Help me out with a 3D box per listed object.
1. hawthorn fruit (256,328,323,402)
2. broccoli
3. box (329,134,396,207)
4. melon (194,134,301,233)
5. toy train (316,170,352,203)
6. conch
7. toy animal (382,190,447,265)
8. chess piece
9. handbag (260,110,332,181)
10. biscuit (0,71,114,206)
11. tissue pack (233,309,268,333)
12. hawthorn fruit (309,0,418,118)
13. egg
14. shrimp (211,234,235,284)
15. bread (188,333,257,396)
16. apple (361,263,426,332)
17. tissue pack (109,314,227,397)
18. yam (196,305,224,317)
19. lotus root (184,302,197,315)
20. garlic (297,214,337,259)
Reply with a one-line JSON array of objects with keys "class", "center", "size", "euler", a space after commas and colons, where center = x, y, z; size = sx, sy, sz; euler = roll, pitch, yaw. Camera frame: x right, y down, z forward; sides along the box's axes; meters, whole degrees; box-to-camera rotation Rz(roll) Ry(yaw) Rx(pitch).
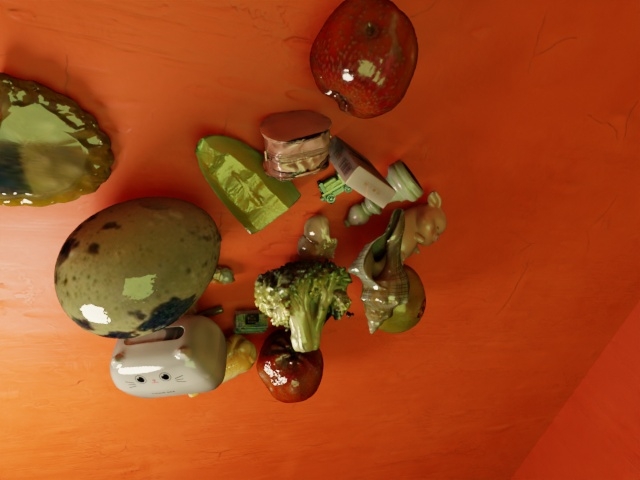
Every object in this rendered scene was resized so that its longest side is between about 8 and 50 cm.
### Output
[{"class": "hawthorn fruit", "center": [-0.115, 0.482, 1.606], "size": [0.253, 0.254, 0.300], "euler": [-3, 134, -17]}, {"class": "broccoli", "center": [-0.043, 0.201, 1.364], "size": [0.293, 0.348, 0.281], "euler": [-4, 85, 10]}, {"class": "box", "center": [0.107, -0.201, 1.238], "size": [0.149, 0.233, 0.067], "euler": [32, 109, -31]}, {"class": "melon", "center": [-0.218, -0.173, 1.215], "size": [0.196, 0.124, 0.323], "euler": [-40, 119, 3]}, {"class": "toy train", "center": [0.046, -0.170, 1.352], "size": [0.122, 0.050, 0.081], "euler": [-30, 122, 2]}, {"class": "conch", "center": [0.182, 0.095, 1.360], "size": [0.203, 0.169, 0.387], "euler": [9, 76, -31]}, {"class": "toy animal", "center": [0.316, -0.035, 1.471], "size": [0.250, 0.154, 0.166], "euler": [-33, 165, -10]}, {"class": "chess piece", "center": [0.185, -0.127, 1.397], "size": [0.271, 0.139, 0.139], "euler": [-36, 127, 20]}, {"class": "handbag", "center": [-0.066, -0.261, 1.179], "size": [0.204, 0.179, 0.117], "euler": [-19, 134, -18]}, {"class": "biscuit", "center": [-0.691, -0.228, 1.043], "size": [0.329, 0.078, 0.335], "euler": [-23, 128, -9]}, {"class": "tissue pack", "center": [-0.246, 0.281, 1.528], "size": [0.110, 0.079, 0.085], "euler": [2, 156, -19]}, {"class": "hawthorn fruit", "center": [0.112, -0.457, 1.065], "size": [0.275, 0.275, 0.300], "euler": [8, 109, -24]}, {"class": "egg", "center": [-0.466, 0.063, 1.145], "size": [0.427, 0.345, 0.345], "euler": [-34, 128, -15]}, {"class": "shrimp", "center": [-0.324, 0.059, 1.379], "size": [0.161, 0.049, 0.166], "euler": [21, 105, -27]}, {"class": "bread", "center": [-0.377, 0.436, 1.549], "size": [0.311, 0.121, 0.173], "euler": [-24, 130, -3]}, {"class": "apple", "center": [0.255, 0.202, 1.545], "size": [0.193, 0.261, 0.261], "euler": [-7, 124, -24]}, {"class": "tissue pack", "center": [-0.477, 0.357, 1.364], "size": [0.332, 0.230, 0.236], "euler": [-8, 140, 6]}, {"class": "yam", "center": [-0.402, 0.255, 1.480], "size": [0.145, 0.032, 0.032], "euler": [-19, 126, -7]}, {"class": "lotus root", "center": [-0.442, 0.205, 1.415], "size": [0.073, 0.062, 0.150], "euler": [-37, 131, -22]}, {"class": "garlic", "center": [-0.010, -0.005, 1.419], "size": [0.123, 0.099, 0.175], "euler": [8, 117, -4]}]
